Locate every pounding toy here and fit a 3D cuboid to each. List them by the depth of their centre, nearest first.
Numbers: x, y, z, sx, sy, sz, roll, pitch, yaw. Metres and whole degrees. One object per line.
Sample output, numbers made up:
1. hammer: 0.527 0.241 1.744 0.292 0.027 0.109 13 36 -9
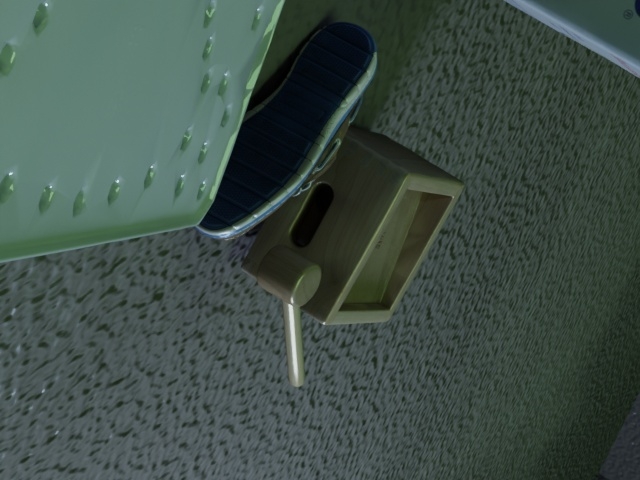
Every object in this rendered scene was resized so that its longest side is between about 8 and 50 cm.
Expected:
1. pounding toy: -0.007 0.008 1.152 0.181 0.094 0.206 -61 158 11

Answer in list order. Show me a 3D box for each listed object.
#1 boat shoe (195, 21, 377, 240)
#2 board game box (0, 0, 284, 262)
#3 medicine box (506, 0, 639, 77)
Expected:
1. boat shoe: -0.019 -0.062 1.065 0.183 0.066 0.066 -49 159 -19
2. board game box: -0.061 -0.186 0.637 0.390 0.050 0.390 -16 127 -76
3. medicine box: 0.237 -0.248 1.040 0.263 0.289 0.149 -60 159 9
